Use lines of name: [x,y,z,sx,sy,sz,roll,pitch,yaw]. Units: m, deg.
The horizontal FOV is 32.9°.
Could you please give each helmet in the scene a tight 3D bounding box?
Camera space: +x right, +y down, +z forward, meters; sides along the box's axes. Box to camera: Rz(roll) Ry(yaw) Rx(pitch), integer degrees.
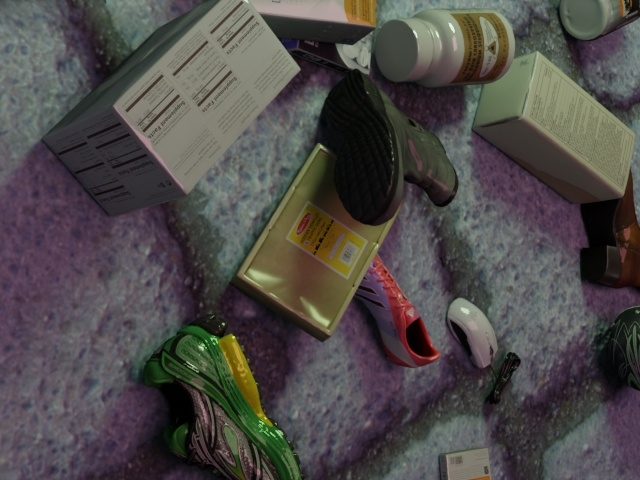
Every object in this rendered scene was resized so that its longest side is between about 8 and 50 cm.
helmet: [0.635,0.209,2.092,0.161,0.169,0.170,-1,85,-56]

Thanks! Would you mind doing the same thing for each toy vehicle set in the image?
toy vehicle set: [0.000,0.000,1.637,0.166,0.035,0.267,35,62,-8]

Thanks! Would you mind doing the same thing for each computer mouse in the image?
computer mouse: [0.283,0.183,1.881,0.106,0.042,0.193,-48,114,-32]

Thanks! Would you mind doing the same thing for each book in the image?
book: [0.247,0.428,1.829,0.096,0.035,0.144,0,84,-36]

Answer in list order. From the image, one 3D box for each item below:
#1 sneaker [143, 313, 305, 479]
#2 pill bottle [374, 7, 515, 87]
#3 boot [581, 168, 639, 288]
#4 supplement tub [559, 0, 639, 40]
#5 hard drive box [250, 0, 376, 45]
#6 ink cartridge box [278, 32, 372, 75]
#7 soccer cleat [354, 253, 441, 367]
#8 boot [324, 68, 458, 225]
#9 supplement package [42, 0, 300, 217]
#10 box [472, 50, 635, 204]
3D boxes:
sneaker: [-0.136,0.284,1.485,0.146,0.134,0.344,-29,94,-31]
pill bottle: [0.208,-0.323,1.824,0.229,0.131,0.131,-11,91,-40]
boot: [0.645,-0.024,2.171,0.280,0.096,0.264,10,78,-39]
supplement tub: [0.570,-0.474,2.151,0.190,0.117,0.117,-29,103,-38]
hard drive box: [-0.041,-0.399,1.617,0.232,0.089,0.181,1,82,-23]
ink cartridge box: [-0.002,-0.383,1.715,0.208,0.045,0.206,13,77,-36]
soccer cleat: [0.107,0.094,1.713,0.083,0.095,0.248,-39,109,-36]
boot: [0.132,-0.112,1.661,0.222,0.118,0.338,34,33,-30]
supplement package: [-0.194,-0.179,1.426,0.145,0.204,0.262,52,56,-20]
box: [0.436,-0.201,2.002,0.311,0.121,0.148,32,66,-32]
